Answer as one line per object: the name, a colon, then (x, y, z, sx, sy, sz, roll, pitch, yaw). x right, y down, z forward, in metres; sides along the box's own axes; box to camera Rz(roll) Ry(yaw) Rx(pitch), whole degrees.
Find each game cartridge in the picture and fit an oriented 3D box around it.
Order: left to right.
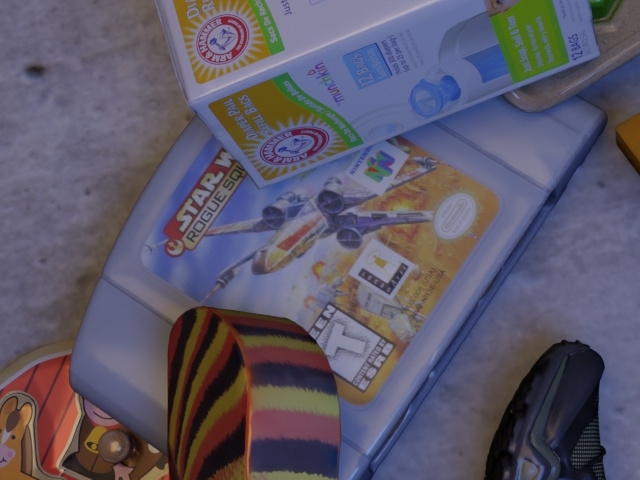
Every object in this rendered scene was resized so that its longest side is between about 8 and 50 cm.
game cartridge: (0.000, 0.000, 0.875, 0.198, 0.062, 0.297, 33, 81, 10)

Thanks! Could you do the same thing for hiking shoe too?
hiking shoe: (0.140, 0.168, 0.813, 0.114, 0.086, 0.227, 9, 84, 0)

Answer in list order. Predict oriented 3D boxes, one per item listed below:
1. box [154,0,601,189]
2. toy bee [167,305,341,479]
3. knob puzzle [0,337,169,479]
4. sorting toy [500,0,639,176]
box: (0.028, -0.125, 0.807, 0.203, 0.114, 0.103, -21, 64, 8)
toy bee: (-0.016, 0.176, 0.729, 0.195, 0.162, 0.298, -14, 91, -33)
knob puzzle: (-0.138, 0.138, 0.895, 0.213, 0.030, 0.213, -3, 76, 11)
sorting toy: (0.177, -0.168, 0.861, 0.229, 0.041, 0.307, -30, 62, -2)
